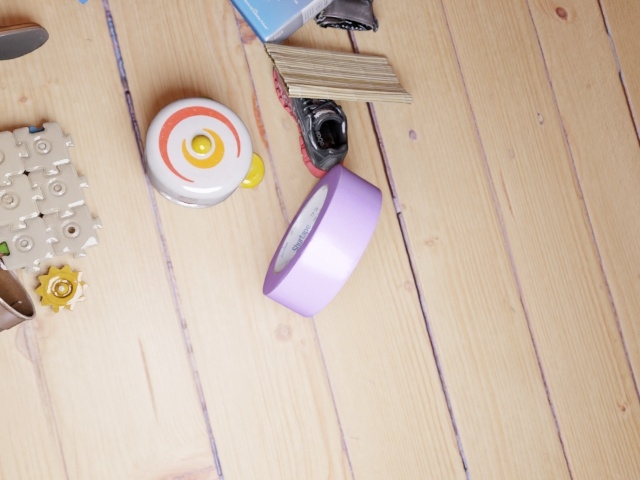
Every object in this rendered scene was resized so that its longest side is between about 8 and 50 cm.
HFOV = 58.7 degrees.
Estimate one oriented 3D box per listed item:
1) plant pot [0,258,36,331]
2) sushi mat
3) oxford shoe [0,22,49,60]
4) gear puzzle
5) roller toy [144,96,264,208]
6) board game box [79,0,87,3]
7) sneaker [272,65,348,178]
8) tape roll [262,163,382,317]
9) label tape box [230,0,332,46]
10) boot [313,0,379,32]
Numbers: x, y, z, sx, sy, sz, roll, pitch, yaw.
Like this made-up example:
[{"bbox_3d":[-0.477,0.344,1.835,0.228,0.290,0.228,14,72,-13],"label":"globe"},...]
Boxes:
[{"bbox_3d":[-0.582,0.109,0.910,0.165,0.167,0.167,-37,95,-11],"label":"plant pot"},{"bbox_3d":[0.044,-0.341,1.167,0.317,0.019,0.151,-6,55,-34],"label":"sushi mat"},{"bbox_3d":[-0.599,-0.362,1.009,0.213,0.076,0.075,-20,79,-19],"label":"oxford shoe"},{"bbox_3d":[-0.491,-0.036,1.018,0.176,0.044,0.338,-19,91,-21],"label":"gear puzzle"},{"bbox_3d":[-0.227,-0.159,1.060,0.191,0.146,0.209,-33,94,-19],"label":"roller toy"},{"bbox_3d":[-0.457,-0.582,1.064,0.160,0.047,0.210,-38,92,4],"label":"board game box"},{"bbox_3d":[-0.013,-0.267,1.151,0.098,0.135,0.275,-21,88,-17],"label":"sneaker"},{"bbox_3d":[0.000,0.000,1.043,0.090,0.275,0.274,30,75,-11],"label":"tape roll"},{"bbox_3d":[-0.047,-0.593,1.137,0.348,0.115,0.249,-38,94,2],"label":"label tape box"},{"bbox_3d":[0.014,-0.576,1.229,0.263,0.091,0.228,9,86,-12],"label":"boot"}]
